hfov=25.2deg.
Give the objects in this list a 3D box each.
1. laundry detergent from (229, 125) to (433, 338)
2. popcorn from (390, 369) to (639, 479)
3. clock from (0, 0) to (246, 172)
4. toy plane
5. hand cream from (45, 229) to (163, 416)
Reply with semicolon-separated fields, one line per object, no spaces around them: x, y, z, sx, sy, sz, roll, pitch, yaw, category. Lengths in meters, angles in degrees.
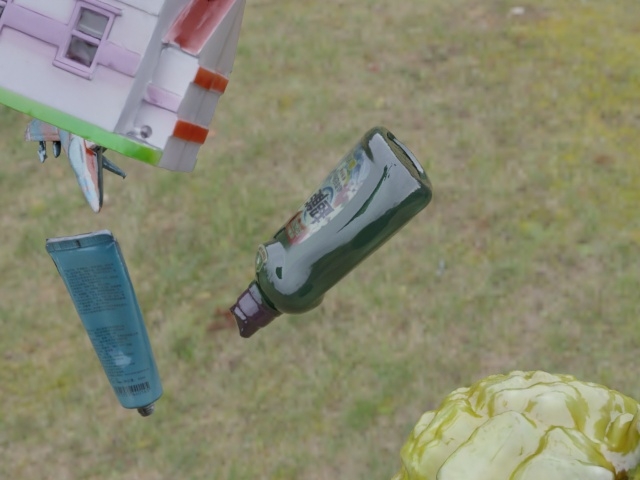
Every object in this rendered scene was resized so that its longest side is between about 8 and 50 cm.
0.000;0.000;1.298;0.222;0.078;0.144;-45;21;13;laundry detergent
0.170;0.214;1.024;0.258;0.270;0.224;4;35;-11;popcorn
-0.149;-0.232;1.027;0.235;0.309;0.166;23;5;11;clock
-0.293;-0.146;1.810;0.223;0.104;0.326;-40;50;24;toy plane
-0.221;0.091;1.523;0.083;0.224;0.048;-7;26;20;hand cream
